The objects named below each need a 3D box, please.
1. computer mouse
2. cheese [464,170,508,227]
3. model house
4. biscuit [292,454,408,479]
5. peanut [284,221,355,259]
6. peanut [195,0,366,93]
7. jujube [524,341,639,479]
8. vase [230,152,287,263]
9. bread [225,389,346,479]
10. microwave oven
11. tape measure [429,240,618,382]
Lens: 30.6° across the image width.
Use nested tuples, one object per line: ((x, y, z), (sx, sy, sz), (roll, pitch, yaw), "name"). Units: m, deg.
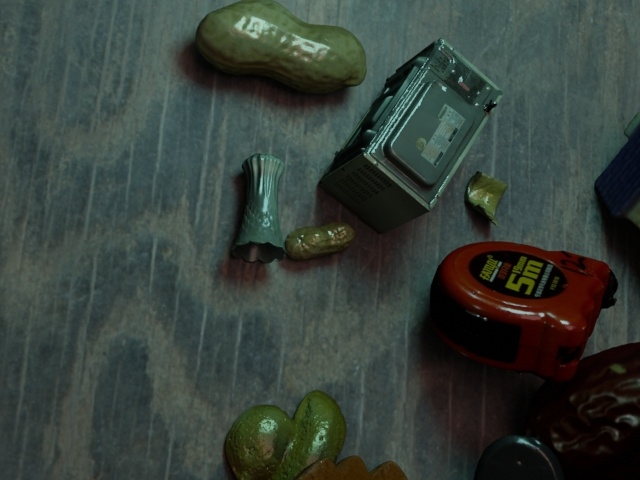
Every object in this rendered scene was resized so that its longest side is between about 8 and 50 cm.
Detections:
((0.283, 0.404, 1.677), (0.138, 0.086, 0.269), (3, 95, 14), "computer mouse")
((0.262, -0.060, 1.860), (0.060, 0.041, 0.084), (24, 55, -24), "cheese")
((0.631, -0.092, 1.953), (0.280, 0.245, 0.312), (47, 30, 24), "model house")
((0.055, 0.385, 1.541), (0.306, 0.043, 0.284), (35, 31, -34), "biscuit")
((0.000, 0.000, 1.715), (0.113, 0.054, 0.053), (-13, 81, -24), "peanut")
((-0.054, -0.291, 1.751), (0.275, 0.111, 0.125), (13, 55, -24), "peanut")
((0.442, 0.258, 1.689), (0.223, 0.318, 0.223), (16, 55, -24), "jujube")
((-0.085, -0.050, 1.679), (0.081, 0.081, 0.148), (10, 68, -22), "vase")
((-0.041, 0.275, 1.611), (0.149, 0.065, 0.187), (42, 64, -3), "bread")
((0.135, -0.157, 1.747), (0.145, 0.194, 0.240), (38, 65, -8), "microwave oven")
((0.292, 0.094, 1.724), (0.260, 0.114, 0.253), (15, 28, 17), "tape measure")
